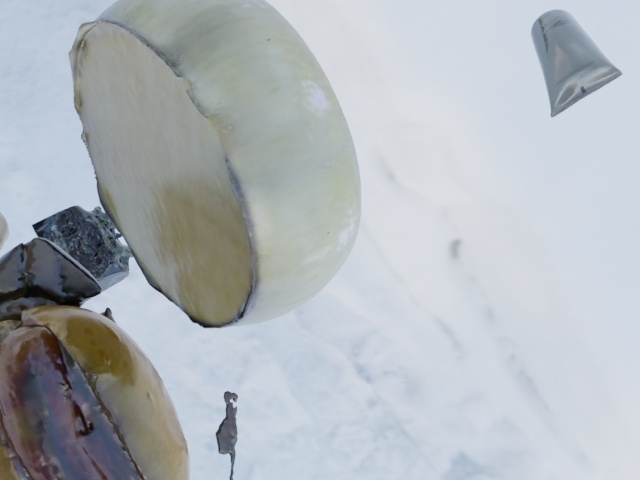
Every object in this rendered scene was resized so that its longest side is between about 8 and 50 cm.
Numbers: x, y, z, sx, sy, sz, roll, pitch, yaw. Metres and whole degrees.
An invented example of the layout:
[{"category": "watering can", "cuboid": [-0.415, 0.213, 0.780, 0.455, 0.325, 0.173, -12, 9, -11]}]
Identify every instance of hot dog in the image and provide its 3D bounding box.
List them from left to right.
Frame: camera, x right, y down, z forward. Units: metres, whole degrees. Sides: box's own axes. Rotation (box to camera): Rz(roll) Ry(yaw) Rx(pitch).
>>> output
[{"category": "hot dog", "cuboid": [-0.168, 0.163, 0.822, 0.194, 0.107, 0.326, -44, 98, -2]}]

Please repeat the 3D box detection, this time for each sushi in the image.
[{"category": "sushi", "cuboid": [-0.239, 0.009, 1.104, 0.084, 0.056, 0.083, -26, 72, -8]}]

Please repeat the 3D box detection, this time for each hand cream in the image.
[{"category": "hand cream", "cuboid": [0.282, -0.208, 1.213, 0.054, 0.087, 0.186, 47, 22, -30]}]

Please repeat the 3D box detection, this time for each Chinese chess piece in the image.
[{"category": "Chinese chess piece", "cuboid": [-0.081, -0.061, 0.778, 0.104, 0.257, 0.257, -28, 105, -28]}]

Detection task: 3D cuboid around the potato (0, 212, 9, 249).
[{"category": "potato", "cuboid": [-0.522, -0.005, 1.534, 0.107, 0.080, 0.170, 47, 32, -3]}]
